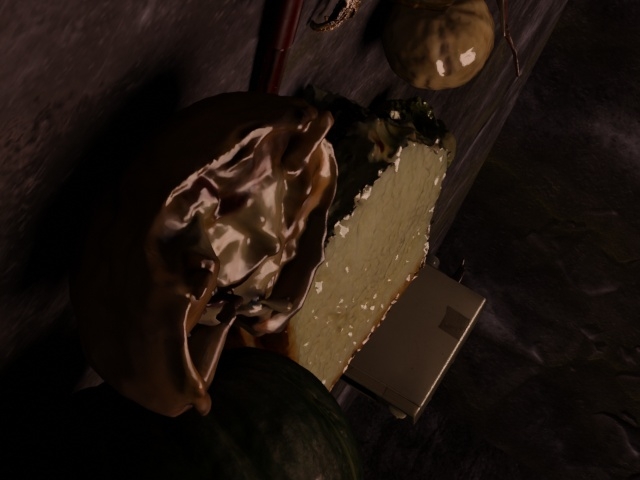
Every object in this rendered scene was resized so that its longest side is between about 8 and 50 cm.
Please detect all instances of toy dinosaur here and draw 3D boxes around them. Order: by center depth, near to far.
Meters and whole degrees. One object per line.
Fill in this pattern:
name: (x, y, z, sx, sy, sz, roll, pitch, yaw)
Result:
toy dinosaur: (0.186, -0.281, 1.496, 0.032, 0.220, 0.108, -19, -161, 7)

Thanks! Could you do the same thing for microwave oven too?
microwave oven: (0.055, 0.078, 1.655, 0.194, 0.240, 0.145, -58, 170, -10)

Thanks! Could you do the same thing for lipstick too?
lipstick: (-0.037, -0.146, 1.107, 0.027, 0.027, 0.176, -54, 171, -32)

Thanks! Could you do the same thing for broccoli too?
broccoli: (0.106, -0.115, 1.704, 0.131, 0.120, 0.130, 30, 68, -50)

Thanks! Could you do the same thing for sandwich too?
sandwich: (0.000, 0.001, 1.344, 0.325, 0.131, 0.262, -53, 157, -26)

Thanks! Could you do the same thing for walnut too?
walnut: (-0.082, -0.010, 0.946, 0.238, 0.141, 0.204, -39, 146, -64)

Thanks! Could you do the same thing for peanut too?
peanut: (0.133, -0.229, 1.505, 0.123, 0.123, 0.257, -62, 176, 17)

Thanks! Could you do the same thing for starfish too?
starfish: (0.023, -0.220, 1.187, 0.078, 0.028, 0.091, -50, 163, -36)

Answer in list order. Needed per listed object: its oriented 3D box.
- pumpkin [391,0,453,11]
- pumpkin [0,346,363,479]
pumpkin: (0.074, -0.295, 0.956, 0.131, 0.126, 0.248, 115, -8, -65)
pumpkin: (-0.118, 0.189, 1.030, 0.300, 0.207, 0.300, -17, -170, 3)
